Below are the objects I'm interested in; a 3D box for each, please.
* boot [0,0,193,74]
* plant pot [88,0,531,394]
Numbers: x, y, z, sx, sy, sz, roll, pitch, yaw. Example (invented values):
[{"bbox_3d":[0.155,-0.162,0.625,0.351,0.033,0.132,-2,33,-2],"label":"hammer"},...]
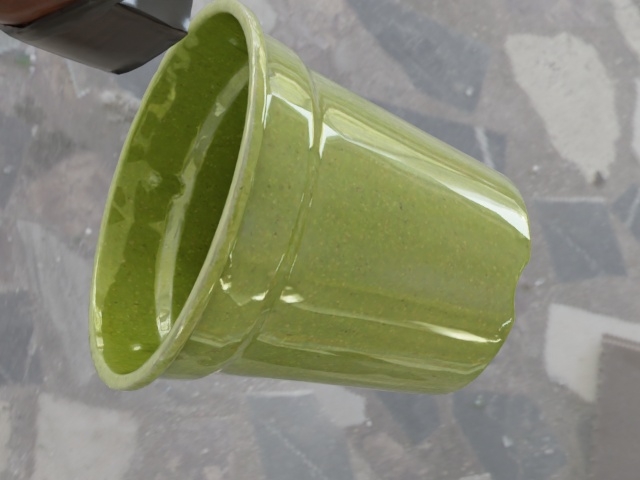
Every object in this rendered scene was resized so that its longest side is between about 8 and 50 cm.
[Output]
[{"bbox_3d":[-0.112,-0.168,0.312,0.280,0.264,0.096,24,65,-35],"label":"boot"},{"bbox_3d":[0.000,0.000,0.848,0.253,0.276,0.276,18,69,-25],"label":"plant pot"}]
